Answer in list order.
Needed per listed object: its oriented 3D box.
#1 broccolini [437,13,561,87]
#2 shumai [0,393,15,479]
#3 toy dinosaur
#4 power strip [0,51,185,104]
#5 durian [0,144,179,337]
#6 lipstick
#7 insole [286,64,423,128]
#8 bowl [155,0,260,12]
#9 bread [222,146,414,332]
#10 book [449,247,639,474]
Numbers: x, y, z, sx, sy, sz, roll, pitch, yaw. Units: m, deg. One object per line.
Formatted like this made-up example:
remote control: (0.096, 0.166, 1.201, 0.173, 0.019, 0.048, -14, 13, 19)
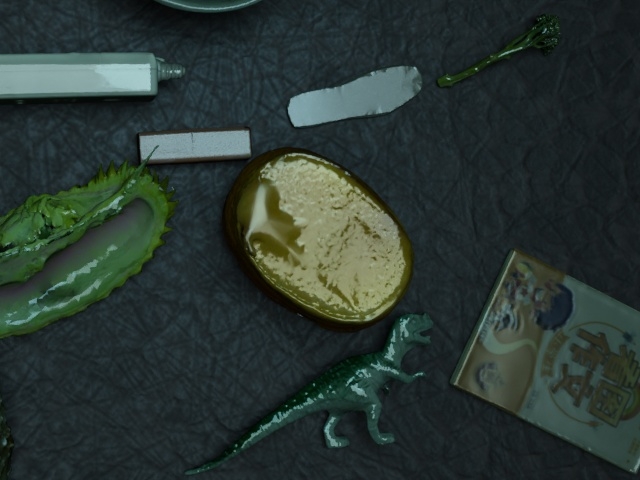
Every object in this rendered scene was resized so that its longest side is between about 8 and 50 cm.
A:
broccolini: (0.247, -0.257, 1.943, 0.194, 0.052, 0.054, -23, 89, -10)
shumai: (-0.551, 0.279, 1.663, 0.323, 0.324, 0.398, -1, 110, 5)
toy dinosaur: (0.016, 0.241, 1.876, 0.383, 0.076, 0.129, -36, 88, -13)
power strip: (-0.339, -0.202, 1.805, 0.338, 0.098, 0.058, -3, 90, -11)
durian: (-0.332, 0.019, 1.765, 0.355, 0.169, 0.157, -30, 92, -9)
lipstick: (-0.164, -0.123, 1.863, 0.145, 0.045, 0.045, -3, 91, -12)
insole: (0.048, -0.191, 1.923, 0.192, 0.010, 0.063, -16, 90, -10)
bowl: (-0.150, -0.419, 1.825, 0.289, 0.146, 0.289, 0, 89, -9)
bread: (0.000, 0.000, 1.842, 0.269, 0.142, 0.195, 40, 84, -5)
book: (0.347, 0.166, 1.967, 0.295, 0.020, 0.208, 26, 83, -9)
